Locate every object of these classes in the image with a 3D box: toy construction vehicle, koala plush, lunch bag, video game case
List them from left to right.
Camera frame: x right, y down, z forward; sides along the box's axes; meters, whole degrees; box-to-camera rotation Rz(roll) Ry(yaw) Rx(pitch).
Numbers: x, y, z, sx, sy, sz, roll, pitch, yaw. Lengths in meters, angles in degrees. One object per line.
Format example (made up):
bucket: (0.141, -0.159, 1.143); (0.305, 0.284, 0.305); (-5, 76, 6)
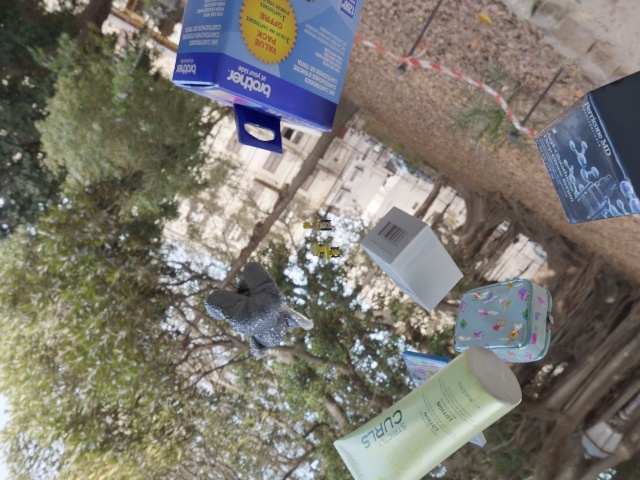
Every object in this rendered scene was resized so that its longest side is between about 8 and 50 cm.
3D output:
koala plush: (-0.160, 0.212, 1.148); (0.203, 0.196, 0.221); (28, 151, 48)
toy construction vehicle: (0.000, 0.000, 0.893); (0.035, 0.086, 0.098); (-7, 179, 36)
video game case: (0.219, 0.280, 0.763); (0.119, 0.015, 0.166); (-12, 104, 61)
lunch bag: (0.519, 0.226, 1.205); (0.107, 0.224, 0.279); (29, 154, -19)

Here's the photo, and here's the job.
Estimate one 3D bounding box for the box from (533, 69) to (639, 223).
box: (0.758, -0.222, 1.077); (0.395, 0.212, 0.294); (12, -123, -80)

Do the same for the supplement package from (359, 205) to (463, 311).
supplement package: (0.181, 0.038, 0.832); (0.179, 0.105, 0.105); (45, 176, -37)

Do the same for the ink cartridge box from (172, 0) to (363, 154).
ink cartridge box: (-0.081, -0.359, 0.732); (0.270, 0.396, 0.151); (4, -165, -47)

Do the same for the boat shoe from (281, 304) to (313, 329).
boat shoe: (-0.104, 0.246, 1.327); (0.184, 0.063, 0.066); (22, 173, 28)

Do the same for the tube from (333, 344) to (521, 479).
tube: (0.098, 0.202, 0.438); (0.062, 0.240, 0.070); (26, -146, -14)
